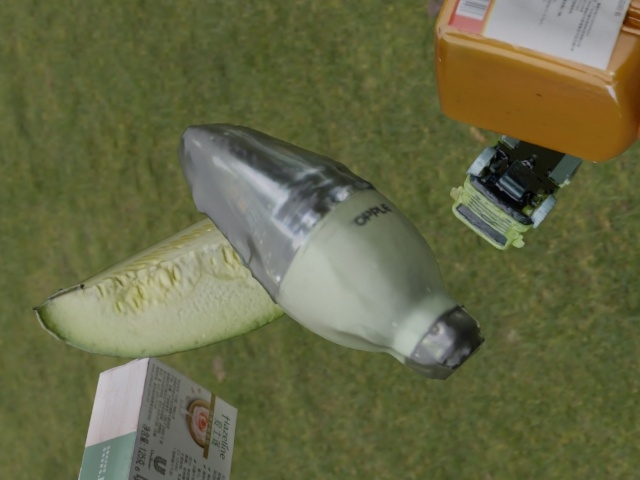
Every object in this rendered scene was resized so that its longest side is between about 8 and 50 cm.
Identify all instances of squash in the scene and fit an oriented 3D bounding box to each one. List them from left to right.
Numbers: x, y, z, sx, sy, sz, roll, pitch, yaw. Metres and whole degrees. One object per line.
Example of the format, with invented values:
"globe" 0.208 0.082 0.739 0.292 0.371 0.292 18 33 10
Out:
"squash" -0.096 0.044 1.063 0.169 0.252 0.093 -4 108 44

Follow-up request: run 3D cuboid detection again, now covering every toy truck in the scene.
"toy truck" 0.200 -0.076 1.174 0.085 0.191 0.116 37 153 5

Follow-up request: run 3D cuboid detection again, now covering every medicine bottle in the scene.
"medicine bottle" 0.208 -0.141 0.964 0.222 0.112 0.149 19 161 14

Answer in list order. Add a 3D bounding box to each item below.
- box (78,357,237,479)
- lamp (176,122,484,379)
"box" -0.159 0.230 1.197 0.081 0.135 0.199 -20 47 34
"lamp" 0.000 0.000 0.788 0.250 0.101 0.101 41 131 19
